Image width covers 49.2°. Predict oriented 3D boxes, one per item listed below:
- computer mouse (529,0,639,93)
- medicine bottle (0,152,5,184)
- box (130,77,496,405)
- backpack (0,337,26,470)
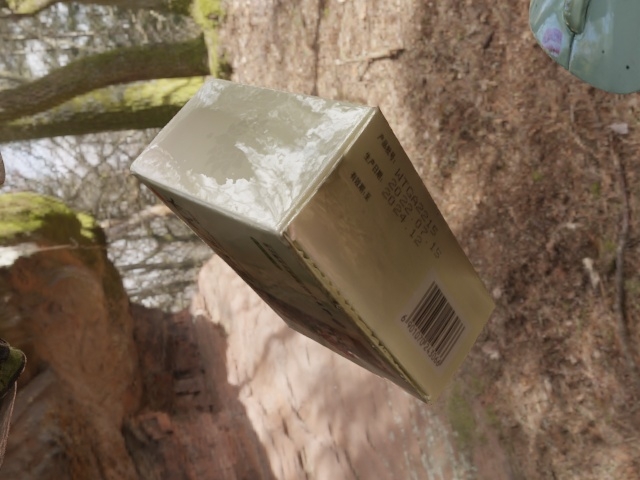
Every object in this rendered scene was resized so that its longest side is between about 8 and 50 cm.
[{"bbox_3d":[0.225,-0.239,0.433,0.288,0.097,0.159,-60,41,27],"label":"computer mouse"},{"bbox_3d":[-0.552,-0.066,0.854,0.111,0.296,0.161,48,140,15],"label":"medicine bottle"},{"bbox_3d":[0.000,0.000,0.481,0.168,0.095,0.212,24,161,46],"label":"box"},{"bbox_3d":[-0.350,0.175,0.572,0.253,0.139,0.207,13,-97,-82],"label":"backpack"}]
